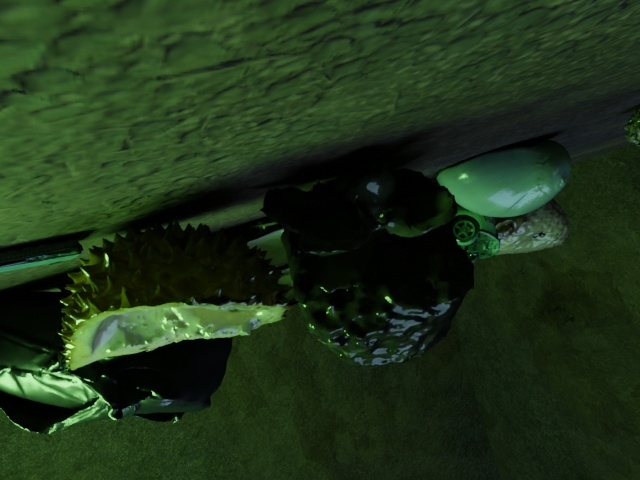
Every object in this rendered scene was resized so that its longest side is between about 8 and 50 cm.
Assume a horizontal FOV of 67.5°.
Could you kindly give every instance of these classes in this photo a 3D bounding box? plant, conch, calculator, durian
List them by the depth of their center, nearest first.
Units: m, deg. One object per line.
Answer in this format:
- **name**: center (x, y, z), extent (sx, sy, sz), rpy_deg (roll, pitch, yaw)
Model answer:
- **calculator**: center (-0.306, 0.025, 0.425), extent (0.171, 0.018, 0.057), rpy_deg (-15, 177, -38)
- **durian**: center (-0.147, 0.042, 0.488), extent (0.249, 0.138, 0.183), rpy_deg (-6, 147, 3)
- **plant**: center (0.059, 0.011, 0.579), extent (0.215, 0.213, 0.312), rpy_deg (-18, 141, 2)
- **plant**: center (0.547, -0.167, 0.746), extent (0.116, 0.122, 0.104), rpy_deg (-9, 166, -12)
- **conch**: center (0.320, -0.108, 0.838), extent (0.220, 0.121, 0.185), rpy_deg (-12, 150, 16)

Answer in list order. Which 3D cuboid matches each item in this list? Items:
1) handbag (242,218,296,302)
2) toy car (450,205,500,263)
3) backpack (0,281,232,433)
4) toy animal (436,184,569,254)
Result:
- **handbag**: center (-0.056, 0.037, 0.943), extent (0.236, 0.160, 0.358), rpy_deg (-22, 179, 4)
- **toy car**: center (0.209, -0.033, 0.985), extent (0.305, 0.125, 0.136), rpy_deg (3, 157, 19)
- **backpack**: center (-0.393, 0.199, 0.823), extent (0.445, 0.255, 0.363), rpy_deg (6, 160, 5)
- **toy animal**: center (0.366, -0.064, 1.095), extent (0.358, 0.189, 0.226), rpy_deg (-4, 154, 26)
